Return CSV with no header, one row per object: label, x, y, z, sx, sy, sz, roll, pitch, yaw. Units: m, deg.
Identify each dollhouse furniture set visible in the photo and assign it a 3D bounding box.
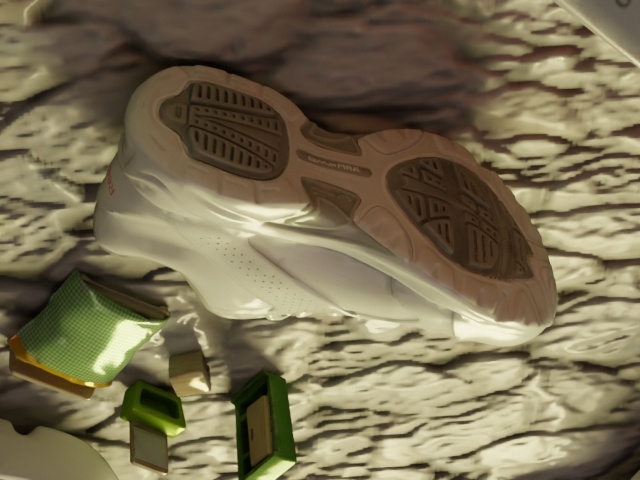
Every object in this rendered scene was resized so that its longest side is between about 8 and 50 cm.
dollhouse furniture set,-0.087,0.082,0.946,0.152,0.058,0.076,25,130,-30

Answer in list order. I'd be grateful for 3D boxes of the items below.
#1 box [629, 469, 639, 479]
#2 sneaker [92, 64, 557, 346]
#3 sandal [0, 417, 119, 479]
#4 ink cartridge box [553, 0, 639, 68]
box,0.298,0.167,1.073,0.231,0.056,0.183,16,131,-26
sneaker,0.000,0.000,0.855,0.232,0.090,0.115,23,139,-17
sandal,-0.318,0.162,0.979,0.416,0.102,0.169,-3,139,-2
ink cartridge box,0.076,-0.114,0.550,0.385,0.308,0.091,35,100,-36
